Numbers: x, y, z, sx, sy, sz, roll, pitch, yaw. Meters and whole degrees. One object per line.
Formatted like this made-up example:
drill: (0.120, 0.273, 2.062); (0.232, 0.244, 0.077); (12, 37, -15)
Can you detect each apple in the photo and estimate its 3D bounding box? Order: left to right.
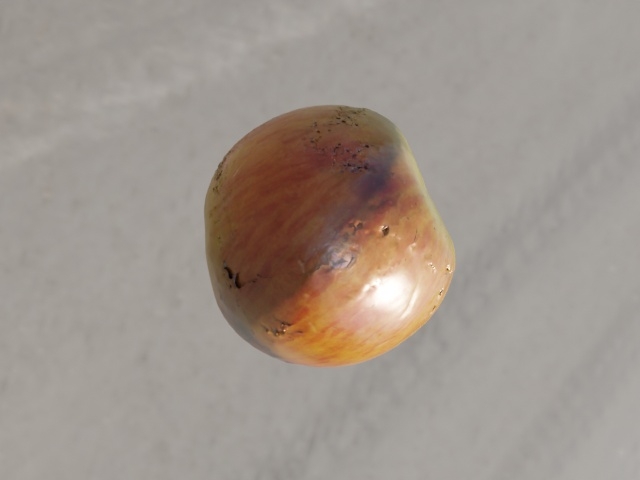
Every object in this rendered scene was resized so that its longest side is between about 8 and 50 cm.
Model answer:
apple: (0.000, 0.000, 1.022); (0.146, 0.146, 0.146); (14, 90, -69)
